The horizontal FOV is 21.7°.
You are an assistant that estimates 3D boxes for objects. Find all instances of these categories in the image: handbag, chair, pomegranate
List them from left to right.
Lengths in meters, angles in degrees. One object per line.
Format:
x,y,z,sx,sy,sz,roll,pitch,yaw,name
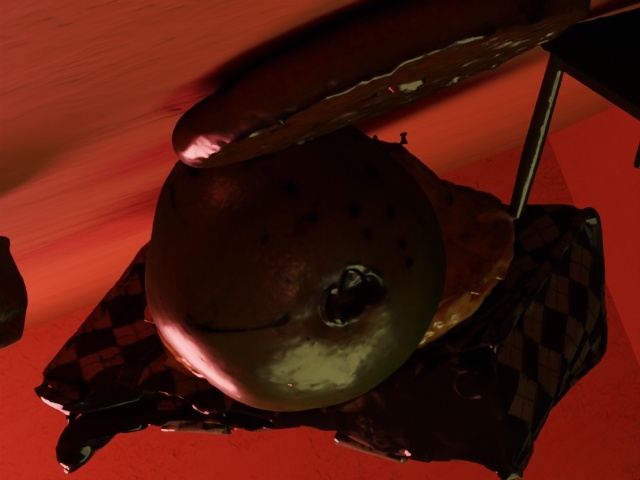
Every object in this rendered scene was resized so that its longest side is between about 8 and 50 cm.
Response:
-0.019,0.014,1.012,0.179,0.179,0.210,-22,180,-6,pomegranate
0.002,0.088,1.375,0.416,0.180,0.317,-1,-159,24,handbag
0.267,-0.114,1.188,0.188,0.166,0.272,-20,135,-38,chair

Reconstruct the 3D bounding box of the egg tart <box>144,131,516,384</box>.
0.000,0.000,1.244,0.294,0.116,0.295,-16,-155,8,egg tart

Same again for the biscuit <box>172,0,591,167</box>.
0.027,-0.083,0.796,0.212,0.036,0.212,-20,179,0,biscuit

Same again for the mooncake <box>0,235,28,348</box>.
-0.231,0.042,0.883,0.125,0.073,0.130,-19,179,24,mooncake
